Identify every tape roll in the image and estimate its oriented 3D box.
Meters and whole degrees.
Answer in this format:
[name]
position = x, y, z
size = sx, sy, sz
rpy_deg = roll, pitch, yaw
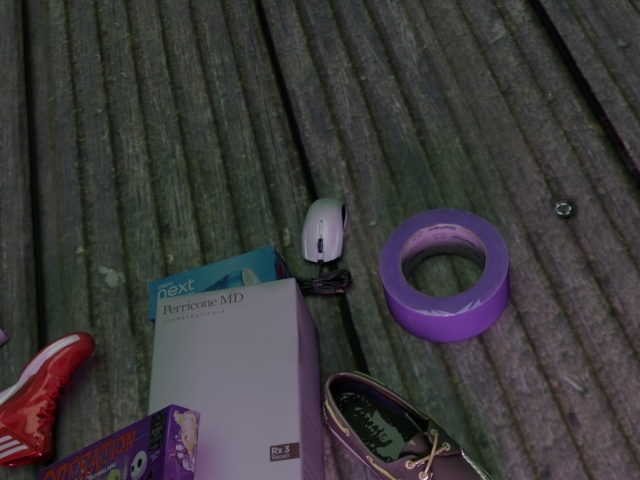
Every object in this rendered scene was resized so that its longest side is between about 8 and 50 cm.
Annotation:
[tape roll]
position = 0.184, 0.050, 1.361
size = 0.189, 0.080, 0.189
rpy_deg = -6, 53, 8

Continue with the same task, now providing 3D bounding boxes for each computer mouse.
[computer mouse]
position = 0.000, 0.000, 1.459
size = 0.106, 0.042, 0.193
rpy_deg = -3, 55, 11

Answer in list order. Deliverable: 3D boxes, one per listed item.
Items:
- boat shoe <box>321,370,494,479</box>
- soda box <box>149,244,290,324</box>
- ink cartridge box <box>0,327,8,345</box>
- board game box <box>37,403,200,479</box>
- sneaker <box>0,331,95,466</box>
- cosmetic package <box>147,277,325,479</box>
[boat shoe]
position = 0.118, 0.279, 1.205
size = 0.305, 0.091, 0.109
rpy_deg = 34, 68, 30
[soda box]
position = -0.153, 0.079, 1.400
size = 0.210, 0.067, 0.071
rpy_deg = -17, 52, 14
[ink cartridge box]
position = -0.607, 0.089, 1.464
size = 0.087, 0.153, 0.208
rpy_deg = -39, 57, -17
[board game box]
position = -0.271, 0.350, 1.137
size = 0.347, 0.056, 0.208
rpy_deg = -32, 41, 40
[sneaker]
position = -0.399, 0.247, 1.362
size = 0.221, 0.087, 0.128
rpy_deg = -43, 65, -4
[cosmetic package]
position = -0.110, 0.258, 1.231
size = 0.217, 0.156, 0.385
rpy_deg = -11, 55, 8
